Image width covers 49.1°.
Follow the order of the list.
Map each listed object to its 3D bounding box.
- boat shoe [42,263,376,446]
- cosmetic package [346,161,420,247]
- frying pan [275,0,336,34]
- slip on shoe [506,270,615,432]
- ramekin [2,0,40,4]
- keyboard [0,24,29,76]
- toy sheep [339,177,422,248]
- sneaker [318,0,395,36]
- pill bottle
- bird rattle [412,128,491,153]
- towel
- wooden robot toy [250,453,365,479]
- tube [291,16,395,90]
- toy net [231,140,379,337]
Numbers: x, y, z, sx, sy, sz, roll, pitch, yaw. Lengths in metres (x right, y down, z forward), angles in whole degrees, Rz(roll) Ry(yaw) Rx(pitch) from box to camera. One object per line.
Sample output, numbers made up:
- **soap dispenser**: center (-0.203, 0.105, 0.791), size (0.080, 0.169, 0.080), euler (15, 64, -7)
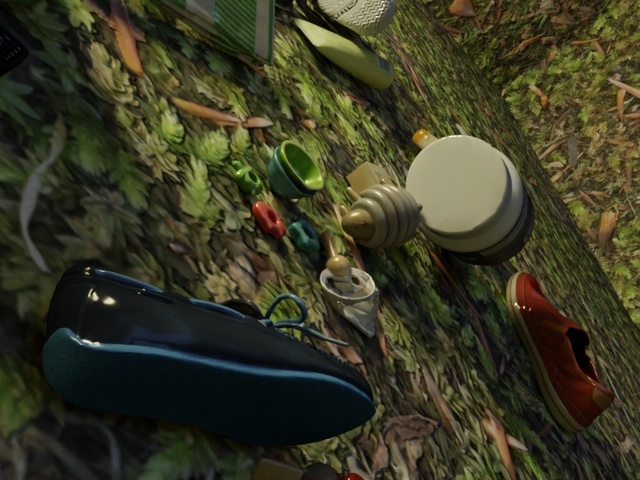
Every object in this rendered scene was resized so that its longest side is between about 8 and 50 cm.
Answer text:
- **boat shoe**: center (-0.054, 0.072, 0.475), size (0.258, 0.109, 0.089), euler (33, 28, -44)
- **cosmetic package**: center (0.088, -0.050, 0.984), size (0.060, 0.041, 0.115), euler (13, 46, -58)
- **frying pan**: center (-0.065, -0.444, 1.233), size (0.326, 0.053, 0.197), euler (37, 28, -26)
- **slip on shoe**: center (0.412, 0.173, 1.218), size (0.123, 0.101, 0.331), euler (37, 27, -30)
- **ramekin**: center (-0.266, -0.352, 0.529), size (0.303, 0.148, 0.303), euler (54, 15, -22)
- **keyboard**: center (-0.287, -0.190, 0.479), size (0.192, 0.038, 0.100), euler (42, 26, -24)
- **toy sheep**: center (0.080, -0.033, 0.890), size (0.132, 0.091, 0.091), euler (-20, 72, -33)
- **sneaker**: center (0.081, -0.491, 1.409), size (0.210, 0.137, 0.365), euler (27, 24, -46)
- **pill bottle**: center (0.226, -0.054, 1.050), size (0.161, 0.161, 0.283), euler (62, 15, 18)
- **bird rattle**: center (0.273, -0.129, 1.346), size (0.207, 0.143, 0.254), euler (49, 15, 31)
- **towel**: center (-0.161, -0.370, 0.836), size (0.325, 0.038, 0.247), euler (15, 73, -54)
- **wooden robot toy**: center (0.013, 0.187, 0.496), size (0.173, 0.076, 0.079), euler (46, 14, -18)
- **tube**: center (0.045, -0.341, 1.290), size (0.240, 0.070, 0.062), euler (13, 84, -49)
- **toy net**: center (0.000, 0.000, 0.748), size (0.232, 0.045, 0.122), euler (57, 23, 6)
